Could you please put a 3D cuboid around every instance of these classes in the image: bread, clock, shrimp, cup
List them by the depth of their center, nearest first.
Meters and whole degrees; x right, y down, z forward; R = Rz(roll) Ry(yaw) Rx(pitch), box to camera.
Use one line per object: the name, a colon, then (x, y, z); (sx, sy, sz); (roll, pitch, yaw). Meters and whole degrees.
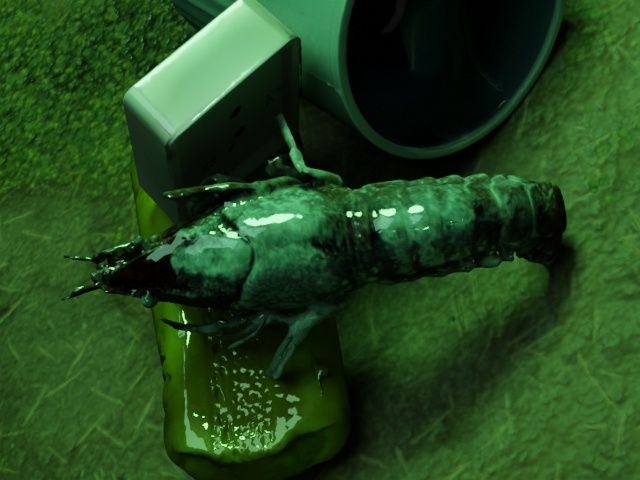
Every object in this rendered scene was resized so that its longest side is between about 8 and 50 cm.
shrimp: (-0.004, 0.000, 1.598); (0.411, 0.166, 0.221); (-8, 86, 11)
clock: (-0.089, -0.109, 1.643); (0.150, 0.197, 0.063); (-42, 75, -15)
bread: (-0.072, 0.049, 1.733); (0.166, 0.112, 0.383); (-13, 58, 3)
cup: (0.045, -0.279, 1.749); (0.311, 0.257, 0.331); (32, 88, 45)
